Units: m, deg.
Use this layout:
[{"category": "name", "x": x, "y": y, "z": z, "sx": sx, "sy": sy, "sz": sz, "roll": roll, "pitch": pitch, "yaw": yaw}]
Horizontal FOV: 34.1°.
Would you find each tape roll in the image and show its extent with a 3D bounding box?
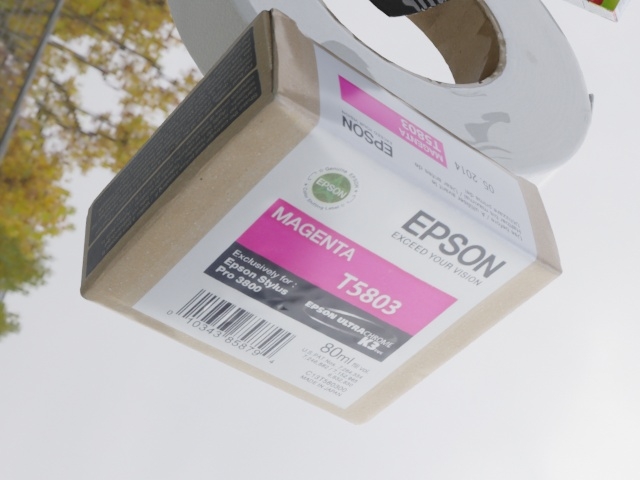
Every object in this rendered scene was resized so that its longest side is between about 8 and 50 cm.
[{"category": "tape roll", "x": 0.058, "y": -0.184, "z": 0.893, "sx": 0.072, "sy": 0.392, "sz": 0.392, "roll": -50, "pitch": -149, "yaw": 40}]

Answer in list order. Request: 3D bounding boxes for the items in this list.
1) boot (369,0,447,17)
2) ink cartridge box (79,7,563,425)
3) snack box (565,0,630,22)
[{"category": "boot", "x": 0.100, "y": -0.272, "z": 0.787, "sx": 0.198, "sy": 0.077, "sz": 0.137, "roll": -36, "pitch": -131, "yaw": 19}, {"category": "ink cartridge box", "x": 0.000, "y": 0.000, "z": 0.655, "sx": 0.193, "sy": 0.234, "sz": 0.088, "roll": -42, "pitch": -146, "yaw": 30}, {"category": "snack box", "x": 0.320, "y": -0.327, "z": 1.160, "sx": 0.100, "sy": 0.037, "sz": 0.141, "roll": 31, "pitch": -88, "yaw": 24}]
